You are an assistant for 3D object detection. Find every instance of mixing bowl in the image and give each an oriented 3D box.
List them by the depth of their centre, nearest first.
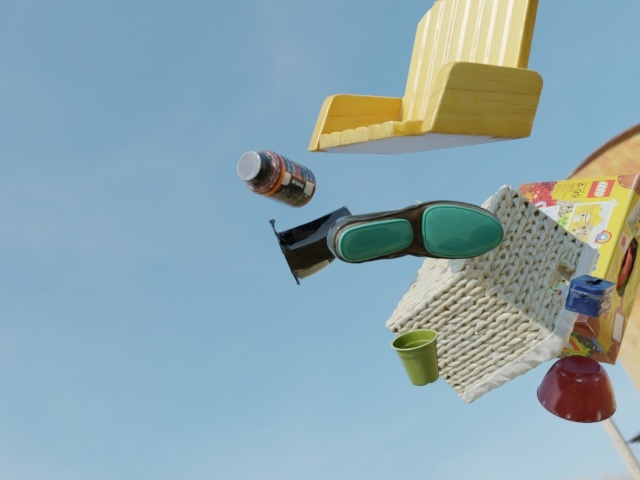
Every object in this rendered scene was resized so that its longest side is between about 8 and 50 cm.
[{"bbox_3d":[0.606,0.333,1.729,0.181,0.181,0.098,-10,-65,-17],"label":"mixing bowl"}]

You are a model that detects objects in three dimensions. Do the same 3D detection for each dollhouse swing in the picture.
[{"bbox_3d":[0.183,-0.319,1.320,0.315,0.347,0.305,-3,-87,-33],"label":"dollhouse swing"}]

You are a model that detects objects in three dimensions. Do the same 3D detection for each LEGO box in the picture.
[{"bbox_3d":[0.673,0.073,2.045,0.372,0.500,0.193,-2,-41,46],"label":"LEGO box"}]

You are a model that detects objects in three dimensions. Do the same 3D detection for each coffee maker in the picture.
[{"bbox_3d":[0.000,0.000,1.662,0.178,0.120,0.171,-24,-30,0],"label":"coffee maker"}]

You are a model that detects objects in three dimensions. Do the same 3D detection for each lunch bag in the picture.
[{"bbox_3d":[0.494,0.097,1.349,0.098,0.067,0.065,-9,-69,-53],"label":"lunch bag"}]

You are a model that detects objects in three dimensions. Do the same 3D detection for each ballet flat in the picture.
[{"bbox_3d":[0.144,-0.021,1.155,0.280,0.096,0.095,-2,-75,-13],"label":"ballet flat"}]

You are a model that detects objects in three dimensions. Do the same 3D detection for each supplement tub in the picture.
[{"bbox_3d":[-0.102,-0.144,1.684,0.106,0.106,0.198,-40,-30,20],"label":"supplement tub"}]

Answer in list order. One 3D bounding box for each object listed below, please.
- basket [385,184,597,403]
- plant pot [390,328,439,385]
[{"bbox_3d":[0.372,0.114,1.608,0.266,0.328,0.331,40,-42,-2],"label":"basket"},{"bbox_3d":[0.172,0.206,1.273,0.083,0.083,0.079,-18,-79,-7],"label":"plant pot"}]
